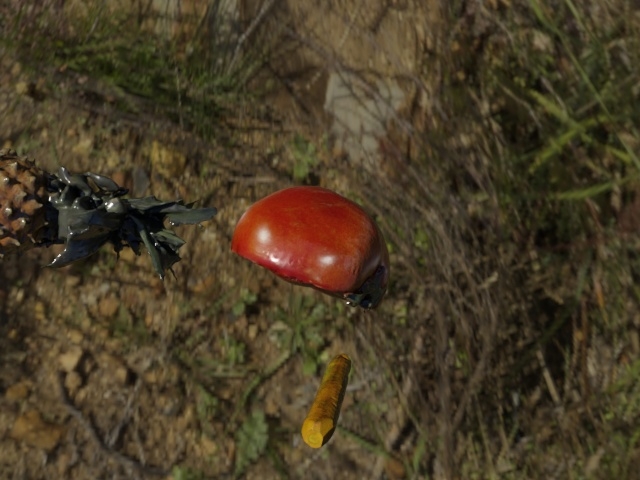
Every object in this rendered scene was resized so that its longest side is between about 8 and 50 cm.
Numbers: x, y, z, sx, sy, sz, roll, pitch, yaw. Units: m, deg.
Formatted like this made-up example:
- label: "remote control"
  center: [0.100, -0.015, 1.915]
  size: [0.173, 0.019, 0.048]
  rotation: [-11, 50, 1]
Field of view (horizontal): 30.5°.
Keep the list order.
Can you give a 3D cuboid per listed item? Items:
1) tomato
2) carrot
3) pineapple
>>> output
- label: "tomato"
  center: [0.000, 0.000, 1.043]
  size: [0.139, 0.159, 0.091]
  rotation: [22, 91, 28]
- label: "carrot"
  center: [0.011, 0.203, 1.510]
  size: [0.042, 0.170, 0.042]
  rotation: [6, 119, 10]
- label: "pineapple"
  center: [-0.310, -0.030, 1.449]
  size: [0.365, 0.165, 0.165]
  rotation: [7, 119, -18]
